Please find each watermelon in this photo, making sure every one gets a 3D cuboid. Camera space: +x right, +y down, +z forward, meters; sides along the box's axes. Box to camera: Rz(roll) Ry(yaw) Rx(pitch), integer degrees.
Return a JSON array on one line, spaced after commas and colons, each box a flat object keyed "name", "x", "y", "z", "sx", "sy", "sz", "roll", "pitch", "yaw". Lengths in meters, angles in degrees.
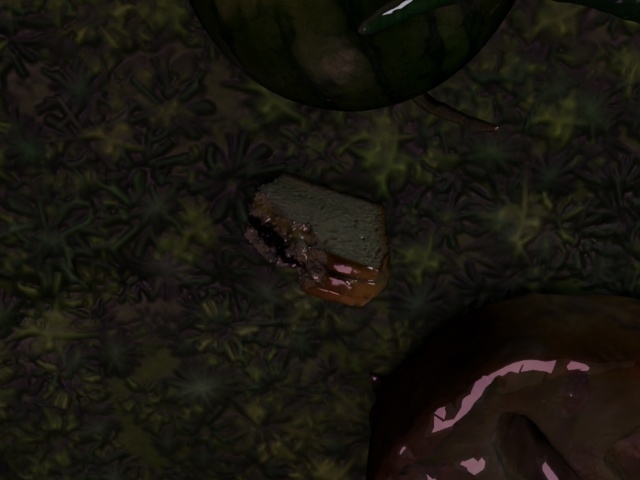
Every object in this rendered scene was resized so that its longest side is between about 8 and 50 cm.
[{"name": "watermelon", "x": 0.020, "y": -0.156, "z": 0.608, "sx": 0.188, "sy": 0.188, "sz": 0.215, "roll": -21, "pitch": 134, "yaw": 9}]

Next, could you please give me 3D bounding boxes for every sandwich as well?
[{"name": "sandwich", "x": 0.000, "y": 0.000, "z": 0.732, "sx": 0.093, "sy": 0.105, "sz": 0.036, "roll": 15, "pitch": 116, "yaw": -13}]

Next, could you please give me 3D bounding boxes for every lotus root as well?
[{"name": "lotus root", "x": 0.199, "y": 0.216, "z": 0.849, "sx": 0.375, "sy": 0.111, "sz": 0.390, "roll": -8, "pitch": 118, "yaw": 1}]

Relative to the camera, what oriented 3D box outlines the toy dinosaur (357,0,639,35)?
[{"name": "toy dinosaur", "x": 0.226, "y": -0.108, "z": 0.621, "sx": 0.447, "sy": 0.087, "sz": 0.301, "roll": -27, "pitch": 126, "yaw": -14}]
